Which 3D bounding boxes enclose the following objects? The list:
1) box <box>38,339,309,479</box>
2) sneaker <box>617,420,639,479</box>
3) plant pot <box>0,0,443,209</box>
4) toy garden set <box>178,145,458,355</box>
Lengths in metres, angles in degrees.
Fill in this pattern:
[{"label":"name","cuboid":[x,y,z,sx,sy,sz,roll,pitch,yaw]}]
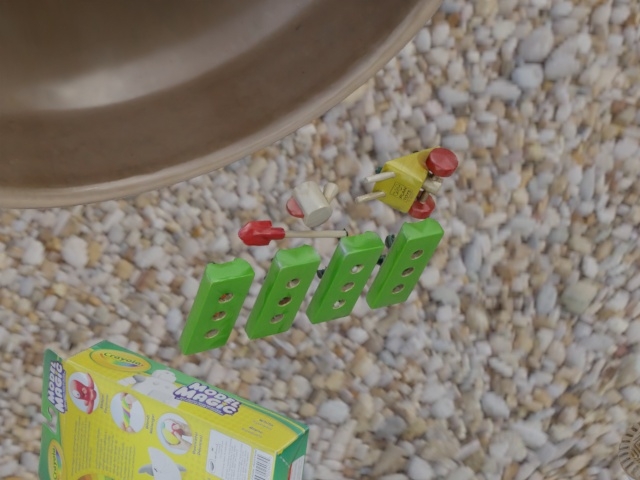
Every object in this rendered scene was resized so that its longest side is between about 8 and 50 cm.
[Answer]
[{"label":"box","cuboid":[-0.097,0.133,0.837,0.179,0.043,0.105,19,115,24]},{"label":"sneaker","cuboid":[0.394,0.215,1.100,0.282,0.153,0.099,-1,44,38]},{"label":"plant pot","cuboid":[-0.096,-0.174,0.545,0.263,0.263,0.229,-27,66,2]},{"label":"toy garden set","cuboid":[0.000,0.000,1.225,0.244,0.204,0.049,-12,56,-30]}]
